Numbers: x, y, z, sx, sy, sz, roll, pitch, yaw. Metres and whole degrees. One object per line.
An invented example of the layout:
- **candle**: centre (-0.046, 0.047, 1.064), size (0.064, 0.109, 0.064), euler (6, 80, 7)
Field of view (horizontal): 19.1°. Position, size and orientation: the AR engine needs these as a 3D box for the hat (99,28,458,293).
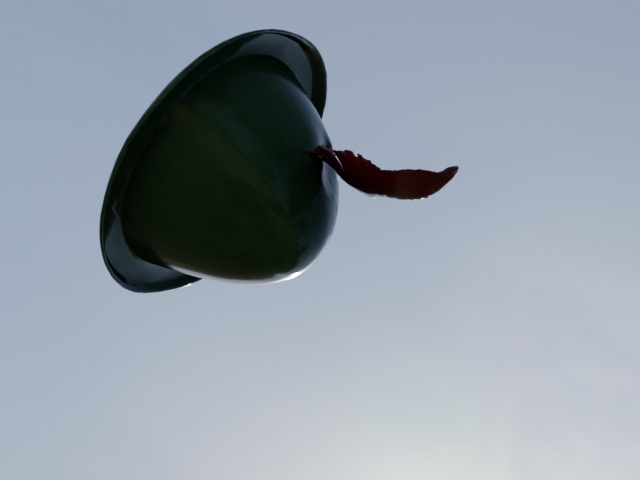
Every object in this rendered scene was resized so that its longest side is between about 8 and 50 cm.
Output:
- **hat**: centre (0.000, 0.000, 1.016), size (0.183, 0.173, 0.208), euler (35, 11, 25)
